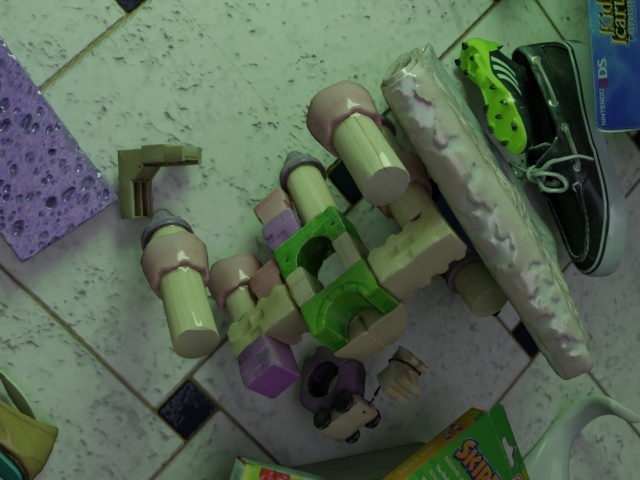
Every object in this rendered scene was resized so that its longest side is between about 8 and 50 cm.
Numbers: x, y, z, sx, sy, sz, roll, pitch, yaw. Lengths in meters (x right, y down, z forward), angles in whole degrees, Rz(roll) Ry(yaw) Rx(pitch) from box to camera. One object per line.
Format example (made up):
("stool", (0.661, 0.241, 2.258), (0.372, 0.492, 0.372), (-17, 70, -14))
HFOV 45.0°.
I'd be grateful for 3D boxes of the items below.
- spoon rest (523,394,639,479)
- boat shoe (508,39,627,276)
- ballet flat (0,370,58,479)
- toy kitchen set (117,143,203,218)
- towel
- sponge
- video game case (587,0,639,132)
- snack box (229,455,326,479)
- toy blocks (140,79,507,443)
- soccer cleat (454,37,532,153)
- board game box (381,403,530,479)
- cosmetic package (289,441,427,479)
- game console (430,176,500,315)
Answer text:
("spoon rest", (0.308, 0.322, 1.018), (0.137, 0.084, 0.276), (32, 93, -18))
("boat shoe", (0.303, -0.102, 0.976), (0.104, 0.113, 0.306), (-8, 92, -17))
("ballet flat", (-0.354, 0.142, 0.751), (0.232, 0.080, 0.073), (49, 47, -18))
("toy kitchen set", (-0.159, -0.062, 0.818), (0.068, 0.083, 0.075), (-7, 96, -63))
("towel", (0.178, -0.057, 0.828), (0.053, 0.317, 0.332), (-31, 102, 18))
("sponge", (-0.313, -0.094, 0.771), (0.117, 0.031, 0.210), (-38, 104, -17))
("video game case", (0.358, -0.284, 0.907), (0.244, 0.061, 0.270), (-35, 120, -57))
("snack box", (-0.055, 0.296, 0.763), (0.100, 0.037, 0.141), (21, 81, -19))
("toy blocks", (0.000, 0.000, 0.823), (0.288, 0.260, 0.309), (-39, 133, 13))
("soccer cleat", (0.224, -0.180, 0.931), (0.072, 0.060, 0.179), (-5, 56, -21))
("board game box", (0.119, 0.289, 0.824), (0.259, 0.039, 0.124), (-29, 106, -26))
("cosmetic package", (0.011, 0.341, 0.871), (0.309, 0.113, 0.160), (-6, 93, -23))
("game console", (0.178, 0.003, 0.946), (0.144, 0.124, 0.085), (37, 105, -18))
